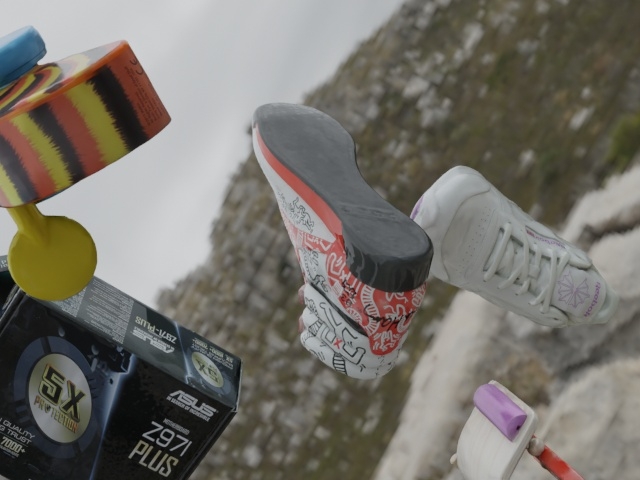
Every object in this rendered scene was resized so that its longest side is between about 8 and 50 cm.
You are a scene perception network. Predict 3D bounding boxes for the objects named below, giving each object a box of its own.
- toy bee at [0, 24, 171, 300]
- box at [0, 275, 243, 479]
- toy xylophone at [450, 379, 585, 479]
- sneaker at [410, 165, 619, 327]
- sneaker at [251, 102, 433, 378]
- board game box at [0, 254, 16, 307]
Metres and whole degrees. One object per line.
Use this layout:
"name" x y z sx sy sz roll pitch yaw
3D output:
"toy bee" -0.212 -0.042 0.870 0.162 0.195 0.298 -39 0 -23
"box" -0.171 0.117 1.062 0.147 0.180 0.077 -53 14 21
"toy xylophone" 0.225 0.243 1.197 0.081 0.323 0.236 -48 21 -1
"sneaker" 0.199 0.013 1.414 0.305 0.152 0.114 24 -91 -53
"sneaker" -0.001 0.001 1.220 0.270 0.090 0.145 53 139 46
"board game box" -0.294 0.076 1.162 0.026 0.186 0.126 -129 37 -48
